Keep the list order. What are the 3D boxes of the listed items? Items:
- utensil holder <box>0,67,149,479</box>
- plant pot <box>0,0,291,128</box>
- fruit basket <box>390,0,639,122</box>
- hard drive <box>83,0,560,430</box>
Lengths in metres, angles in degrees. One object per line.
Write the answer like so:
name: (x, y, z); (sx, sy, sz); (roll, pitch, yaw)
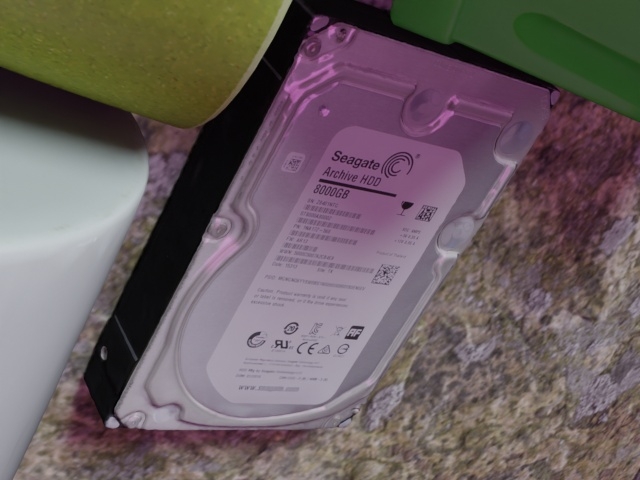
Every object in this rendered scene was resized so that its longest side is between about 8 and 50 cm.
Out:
utensil holder: (-0.284, 0.069, 0.430); (0.328, 0.327, 0.385); (12, 118, -41)
plant pot: (-0.161, -0.197, 0.345); (0.294, 0.274, 0.274); (8, 123, -23)
fruit basket: (0.146, -0.286, 0.467); (0.392, 0.392, 0.283); (-29, 169, -9)
hard drive: (0.000, 0.000, 0.755); (0.237, 0.064, 0.339); (9, 121, -40)
